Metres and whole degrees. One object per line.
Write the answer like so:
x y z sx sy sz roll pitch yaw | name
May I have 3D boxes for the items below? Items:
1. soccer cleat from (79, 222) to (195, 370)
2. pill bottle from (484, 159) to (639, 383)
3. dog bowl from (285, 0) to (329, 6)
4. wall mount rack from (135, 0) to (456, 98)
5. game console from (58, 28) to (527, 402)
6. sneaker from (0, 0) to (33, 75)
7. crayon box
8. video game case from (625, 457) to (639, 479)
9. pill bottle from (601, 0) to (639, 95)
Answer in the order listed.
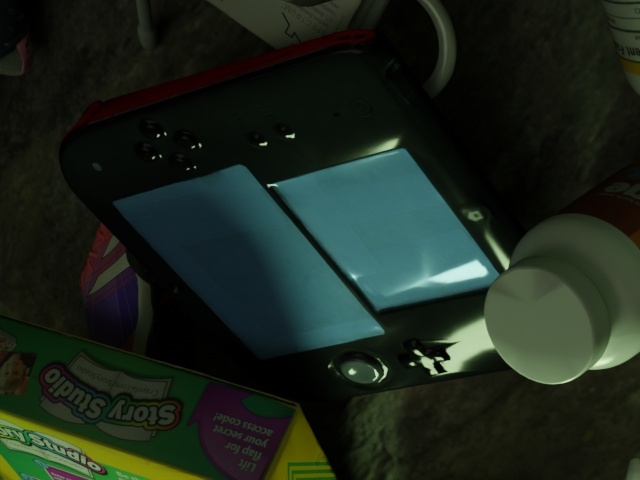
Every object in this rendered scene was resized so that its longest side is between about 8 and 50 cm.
-0.184 0.014 1.521 0.116 0.108 0.318 22 128 23 | soccer cleat
0.219 0.024 1.196 0.121 0.216 0.121 18 121 33 | pill bottle
-0.047 -0.340 1.124 0.349 0.102 0.348 0 94 5 | dog bowl
-0.041 -0.205 1.301 0.350 0.130 0.304 36 125 9 | wall mount rack
0.000 0.000 1.337 0.342 0.060 0.386 -10 135 36 | game console
-0.301 -0.229 1.469 0.131 0.112 0.319 36 134 -13 | sneaker
-0.156 0.224 1.540 0.363 0.106 0.313 14 150 24 | crayon box
0.341 0.300 1.337 0.206 0.026 0.227 8 112 1 | video game case
0.274 -0.206 1.060 0.188 0.188 0.334 -9 111 35 | pill bottle
